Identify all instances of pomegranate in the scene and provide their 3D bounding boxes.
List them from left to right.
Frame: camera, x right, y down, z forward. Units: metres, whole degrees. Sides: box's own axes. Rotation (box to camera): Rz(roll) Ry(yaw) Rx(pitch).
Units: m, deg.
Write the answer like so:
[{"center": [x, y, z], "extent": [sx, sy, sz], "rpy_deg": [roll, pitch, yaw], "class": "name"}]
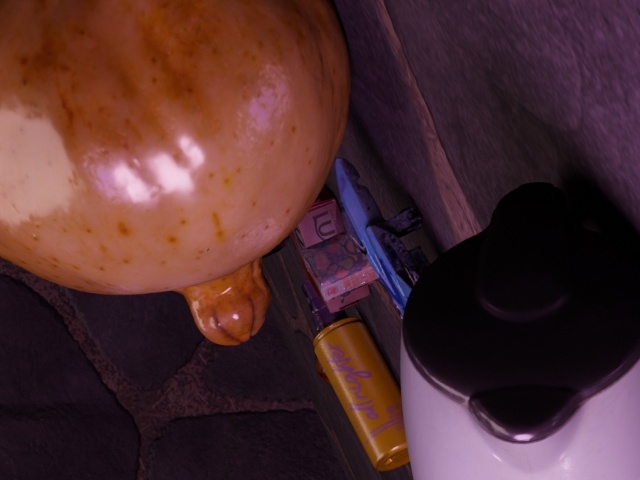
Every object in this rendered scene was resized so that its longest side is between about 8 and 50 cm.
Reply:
[{"center": [-0.144, -0.099, 1.357], "extent": [0.410, 0.410, 0.410], "rpy_deg": [155, 90, -83], "class": "pomegranate"}]

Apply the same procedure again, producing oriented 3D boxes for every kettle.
[{"center": [0.130, 0.090, 0.895], "extent": [0.221, 0.161, 0.236], "rpy_deg": [-78, -21, -43], "class": "kettle"}]

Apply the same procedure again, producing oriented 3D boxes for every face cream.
[{"center": [0.046, 0.164, 2.016], "extent": [0.078, 0.078, 0.273], "rpy_deg": [80, 164, -64], "class": "face cream"}]

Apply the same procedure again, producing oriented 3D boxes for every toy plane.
[{"center": [0.077, 0.033, 1.352], "extent": [0.169, 0.078, 0.246], "rpy_deg": [95, 156, -76], "class": "toy plane"}]

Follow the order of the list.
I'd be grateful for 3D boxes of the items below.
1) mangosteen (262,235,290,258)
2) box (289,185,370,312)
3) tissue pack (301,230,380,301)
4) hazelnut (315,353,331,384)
[{"center": [-0.095, -0.049, 2.155], "extent": [0.152, 0.152, 0.152], "rpy_deg": [155, 90, -83], "class": "mangosteen"}, {"center": [0.000, 0.000, 1.875], "extent": [0.156, 0.060, 0.111], "rpy_deg": [68, 171, -29], "class": "box"}, {"center": [0.029, 0.021, 1.612], "extent": [0.035, 0.083, 0.063], "rpy_deg": [75, 168, -46], "class": "tissue pack"}, {"center": [0.034, 0.165, 2.152], "extent": [0.086, 0.086, 0.086], "rpy_deg": [155, 90, -83], "class": "hazelnut"}]
